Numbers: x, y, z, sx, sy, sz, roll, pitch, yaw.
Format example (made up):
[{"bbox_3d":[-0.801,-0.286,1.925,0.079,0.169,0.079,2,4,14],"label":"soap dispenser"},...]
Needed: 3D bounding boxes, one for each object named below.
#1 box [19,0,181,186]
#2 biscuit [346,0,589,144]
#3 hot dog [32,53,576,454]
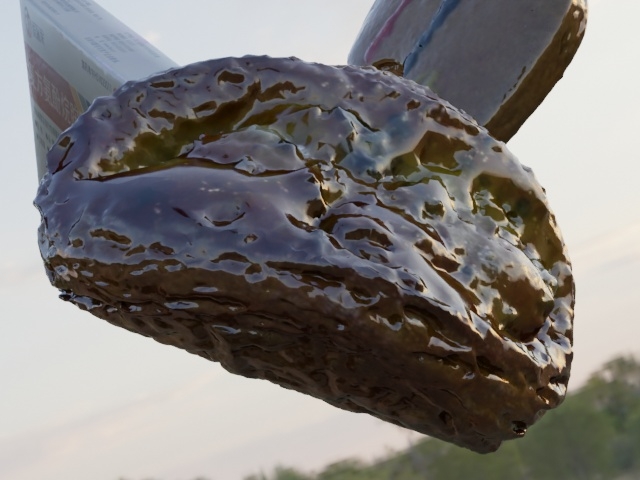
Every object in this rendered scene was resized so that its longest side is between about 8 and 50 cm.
[{"bbox_3d":[-0.190,-0.087,1.395,0.069,0.214,0.353,-12,26,-23],"label":"box"},{"bbox_3d":[0.095,-0.158,1.339,0.262,0.277,0.052,-45,-55,10],"label":"biscuit"},{"bbox_3d":[0.000,0.000,1.065,0.388,0.267,0.174,20,-52,-6],"label":"hot dog"}]
